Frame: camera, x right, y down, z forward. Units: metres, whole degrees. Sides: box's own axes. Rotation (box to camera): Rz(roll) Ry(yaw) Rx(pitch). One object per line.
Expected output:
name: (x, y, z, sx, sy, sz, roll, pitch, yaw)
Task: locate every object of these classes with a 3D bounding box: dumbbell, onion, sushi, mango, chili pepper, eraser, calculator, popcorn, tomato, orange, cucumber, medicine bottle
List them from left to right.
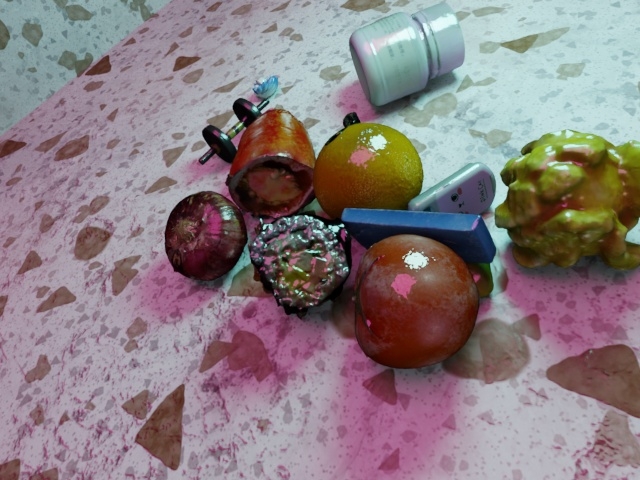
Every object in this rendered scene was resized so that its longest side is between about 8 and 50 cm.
onion: (-0.307, -0.012, 1.225, 0.247, 0.190, 0.246, -6, 74, 20)
dumbbell: (-0.286, -0.368, 1.518, 0.143, 0.143, 0.325, 30, 69, 35)
chili pepper: (-0.137, -0.225, 1.331, 0.251, 0.229, 0.305, -42, 28, 25)
sushi: (-0.048, 0.058, 1.053, 0.225, 0.218, 0.238, -8, 69, -9)
cucumber: (0.124, -0.305, 1.371, 0.052, 0.058, 0.214, -1, 48, -24)
orange: (0.114, -0.156, 1.128, 0.274, 0.274, 0.274, -10, 51, 13)
medicine bottle: (0.263, -0.577, 1.404, 0.302, 0.241, 0.241, -21, 50, 5)
tomato: (0.184, 0.118, 0.894, 0.265, 0.265, 0.264, -10, 51, 13)
eraser: (0.202, -0.012, 0.975, 0.312, 0.144, 0.042, 6, 65, 37)
calculator: (0.309, -0.086, 1.079, 0.246, 0.141, 0.045, -31, 38, -5)
mango: (0.317, 0.040, 1.014, 0.122, 0.085, 0.191, -3, 52, 17)
popcorn: (0.523, -0.060, 0.908, 0.290, 0.325, 0.321, -38, 9, -3)

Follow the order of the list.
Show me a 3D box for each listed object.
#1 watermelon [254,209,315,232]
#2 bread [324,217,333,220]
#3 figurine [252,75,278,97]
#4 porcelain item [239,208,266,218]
watermelon: (-0.095, -0.026, 1.256, 0.182, 0.075, 0.092, -17, 5, 5)
bread: (0.000, 0.000, 1.177, 0.130, 0.071, 0.139, -3, 53, 13)
figurine: (-0.200, -0.579, 1.688, 0.114, 0.079, 0.114, -41, 6, 6)
porcelain item: (-0.215, -0.102, 1.368, 0.075, 0.021, 0.136, -30, 49, 0)
